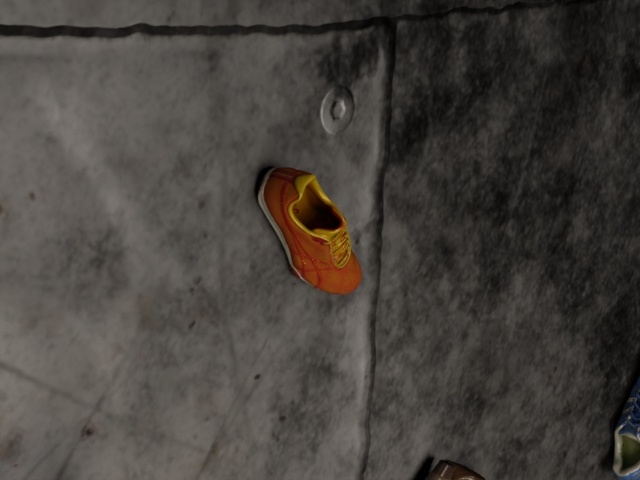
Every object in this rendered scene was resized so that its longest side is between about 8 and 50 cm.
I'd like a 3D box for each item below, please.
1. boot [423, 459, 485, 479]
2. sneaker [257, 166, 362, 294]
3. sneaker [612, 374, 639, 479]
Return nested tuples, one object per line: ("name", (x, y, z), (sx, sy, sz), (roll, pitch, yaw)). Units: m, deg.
("boot", (0.150, 0.314, 1.370), (0.118, 0.042, 0.087), (28, 89, -47))
("sneaker", (0.000, 0.000, 1.078), (0.064, 0.067, 0.175), (-56, 137, -19))
("sneaker", (0.492, 0.267, 1.681), (0.081, 0.080, 0.211), (4, 99, -50))
